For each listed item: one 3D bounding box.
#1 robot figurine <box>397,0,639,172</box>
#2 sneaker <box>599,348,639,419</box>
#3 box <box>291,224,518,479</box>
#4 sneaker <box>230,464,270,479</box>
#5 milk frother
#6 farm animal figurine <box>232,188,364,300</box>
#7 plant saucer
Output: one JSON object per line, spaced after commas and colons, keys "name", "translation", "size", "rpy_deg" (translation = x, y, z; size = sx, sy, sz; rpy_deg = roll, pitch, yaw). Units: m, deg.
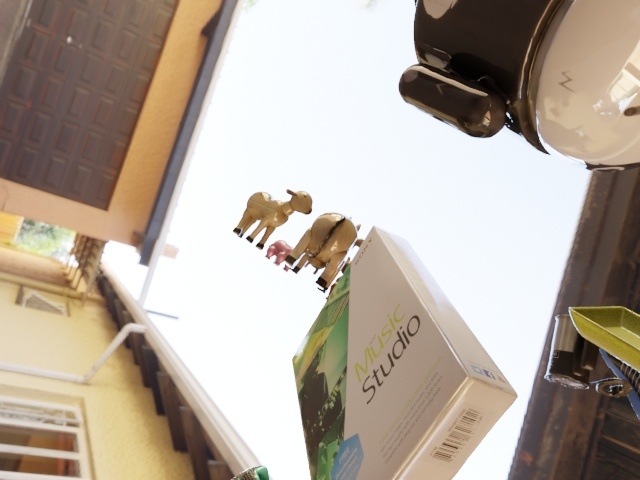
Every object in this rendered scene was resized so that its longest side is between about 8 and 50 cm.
{"name": "robot figurine", "translation": [0.189, -0.168, 0.451], "size": [0.209, 0.174, 0.278], "rpy_deg": [-58, -139, 17]}
{"name": "sneaker", "translation": [0.661, 0.264, 1.128], "size": [0.090, 0.081, 0.232], "rpy_deg": [-38, -117, 34]}
{"name": "box", "translation": [0.056, 0.144, 0.592], "size": [0.232, 0.059, 0.322], "rpy_deg": [-60, -163, 16]}
{"name": "sneaker", "translation": [-0.036, 0.300, 0.556], "size": [0.076, 0.166, 0.065], "rpy_deg": [-47, 177, 18]}
{"name": "milk frother", "translation": [0.553, 0.237, 1.113], "size": [0.129, 0.143, 0.134], "rpy_deg": [-27, -139, 66]}
{"name": "farm animal figurine", "translation": [0.000, 0.000, 1.100], "size": [0.172, 0.330, 0.327], "rpy_deg": [-55, -171, -8]}
{"name": "plant saucer", "translation": [0.569, 0.184, 0.982], "size": [0.188, 0.188, 0.045], "rpy_deg": [40, -60, 51]}
